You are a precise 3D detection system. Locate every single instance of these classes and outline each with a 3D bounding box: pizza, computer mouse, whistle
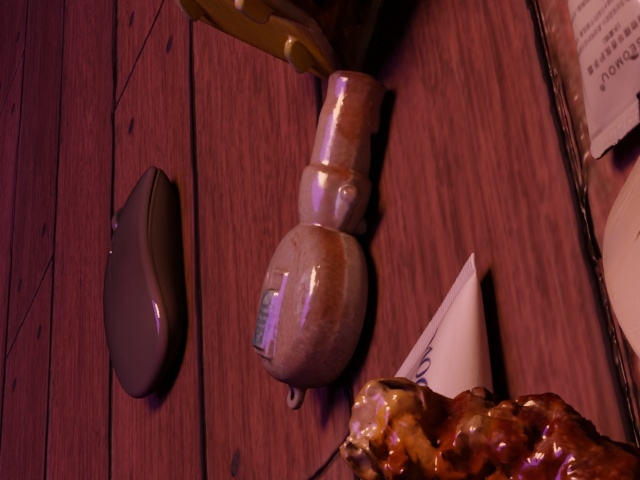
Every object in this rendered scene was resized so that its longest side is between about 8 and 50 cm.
[{"bbox_3d":[0.105,0.106,0.582,0.194,0.154,0.069,24,84,48],"label":"pizza"},{"bbox_3d":[-0.166,0.034,1.380,0.120,0.057,0.232,122,151,-42],"label":"computer mouse"},{"bbox_3d":[0.000,0.000,0.965,0.107,0.057,0.220,-169,92,-70],"label":"whistle"}]

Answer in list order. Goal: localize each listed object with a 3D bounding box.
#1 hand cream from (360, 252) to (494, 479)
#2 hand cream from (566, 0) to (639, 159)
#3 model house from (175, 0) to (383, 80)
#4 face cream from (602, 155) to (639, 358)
[{"bbox_3d":[0.054,0.129,0.745,0.248,0.083,0.133,-89,23,-50],"label":"hand cream"},{"bbox_3d":[0.133,-0.155,0.719,0.080,0.050,0.234,132,139,-53],"label":"hand cream"},{"bbox_3d":[0.026,-0.268,0.955,0.300,0.340,0.324,29,140,29],"label":"model house"},{"bbox_3d":[0.192,-0.119,0.452,0.173,0.081,0.349,-67,-1,-61],"label":"face cream"}]
